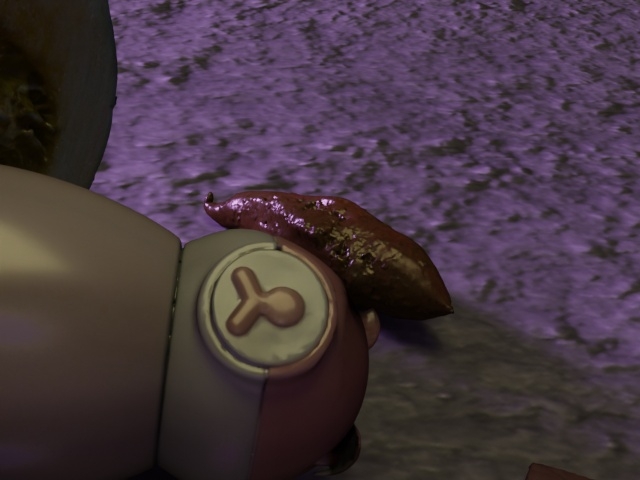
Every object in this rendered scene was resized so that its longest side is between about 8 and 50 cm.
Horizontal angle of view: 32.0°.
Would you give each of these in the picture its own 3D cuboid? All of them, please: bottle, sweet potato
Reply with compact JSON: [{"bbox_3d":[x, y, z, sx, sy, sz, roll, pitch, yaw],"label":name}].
[{"bbox_3d":[-0.092,0.046,0.488,0.237,0.147,0.147,7,29,-6],"label":"bottle"},{"bbox_3d":[0.000,0.000,0.686,0.206,0.060,0.068,21,-5,42],"label":"sweet potato"}]

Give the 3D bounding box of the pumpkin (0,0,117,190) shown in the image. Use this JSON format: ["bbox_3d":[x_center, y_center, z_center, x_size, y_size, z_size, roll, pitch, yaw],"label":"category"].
[{"bbox_3d":[-0.273,-0.089,0.573,0.197,0.263,0.293,20,28,29],"label":"pumpkin"}]

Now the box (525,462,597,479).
[{"bbox_3d":[0.138,0.187,0.351,0.215,0.086,0.215,16,31,14],"label":"box"}]
